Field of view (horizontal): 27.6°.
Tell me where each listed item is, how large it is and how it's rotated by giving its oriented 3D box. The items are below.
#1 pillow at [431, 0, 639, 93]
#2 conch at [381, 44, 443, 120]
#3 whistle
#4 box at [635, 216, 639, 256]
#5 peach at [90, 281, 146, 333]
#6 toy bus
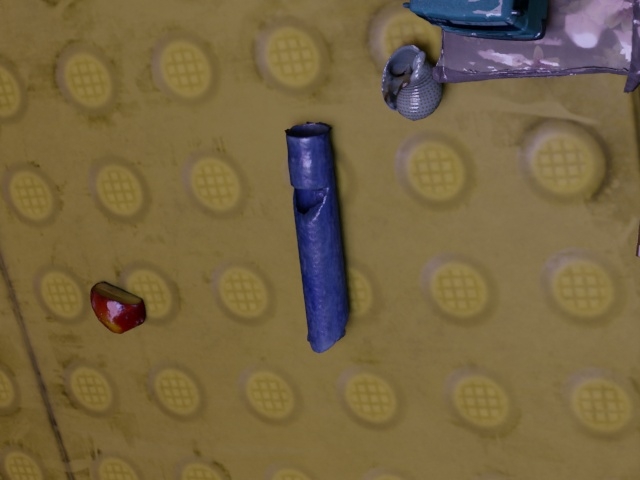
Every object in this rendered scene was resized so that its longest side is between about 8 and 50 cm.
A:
[{"bbox_3d":[0.245,-0.248,1.424,0.255,0.059,0.169,4,105,27],"label":"pillow"},{"bbox_3d":[0.111,-0.184,1.530,0.076,0.057,0.085,26,105,38],"label":"conch"},{"bbox_3d":[0.000,0.000,1.676,0.062,0.062,0.304,6,115,26],"label":"whistle"},{"bbox_3d":[0.406,-0.035,1.464,0.090,0.023,0.133,12,119,24],"label":"box"},{"bbox_3d":[-0.299,0.096,1.890,0.077,0.050,0.083,-25,96,33],"label":"peach"},{"bbox_3d":[0.172,-0.338,1.336,0.128,0.147,0.255,10,99,28],"label":"toy bus"}]
